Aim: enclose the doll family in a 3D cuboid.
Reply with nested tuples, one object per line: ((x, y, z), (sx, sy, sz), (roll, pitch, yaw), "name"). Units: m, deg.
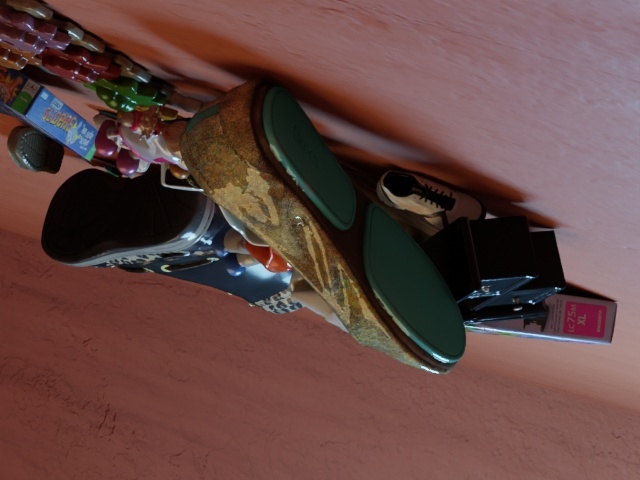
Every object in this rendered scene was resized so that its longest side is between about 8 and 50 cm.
((-0.071, -0.071, 1.520), (0.163, 0.118, 0.263), (0, 145, 51), "doll family")

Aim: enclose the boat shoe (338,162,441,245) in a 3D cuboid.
((0.078, 0.002, 1.725), (0.110, 0.121, 0.341), (58, -171, 27), "boat shoe")

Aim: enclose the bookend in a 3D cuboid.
((0.175, 0.028, 1.581), (0.157, 0.072, 0.156), (-5, 165, -23), "bookend")

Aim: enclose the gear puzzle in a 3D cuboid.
((-0.236, -0.152, 1.504), (0.175, 0.044, 0.339), (15, 173, 28), "gear puzzle")

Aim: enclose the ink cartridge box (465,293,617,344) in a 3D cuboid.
((0.176, 0.080, 2.002), (0.311, 0.065, 0.186), (10, 176, -18), "ink cartridge box")

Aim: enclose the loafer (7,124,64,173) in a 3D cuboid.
((-0.379, -0.116, 2.150), (0.050, 0.056, 0.148), (10, 172, 12), "loafer")

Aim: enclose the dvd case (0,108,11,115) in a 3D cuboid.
((-0.435, -0.191, 1.797), (0.179, 0.030, 0.238), (16, 172, 23), "dvd case")

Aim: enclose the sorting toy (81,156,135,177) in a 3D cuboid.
((-0.285, -0.096, 2.248), (0.062, 0.012, 0.083), (16, 173, 14), "sorting toy")

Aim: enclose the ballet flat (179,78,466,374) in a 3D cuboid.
((0.000, 0.000, 1.434), (0.123, 0.123, 0.348), (11, 149, 49), "ballet flat")

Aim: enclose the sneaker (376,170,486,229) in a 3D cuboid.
((0.103, -0.037, 1.557), (0.109, 0.040, 0.044), (16, 170, 8), "sneaker")

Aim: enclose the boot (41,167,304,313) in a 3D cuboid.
((-0.180, 0.004, 2.231), (0.284, 0.138, 0.377), (23, 161, -37), "boot")

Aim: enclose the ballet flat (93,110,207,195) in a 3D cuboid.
((-0.177, -0.090, 1.823), (0.168, 0.052, 0.057), (21, 173, -20), "ballet flat")

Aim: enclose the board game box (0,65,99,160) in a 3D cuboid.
((-0.308, -0.146, 1.665), (0.136, 0.035, 0.201), (31, 177, 12), "board game box")
